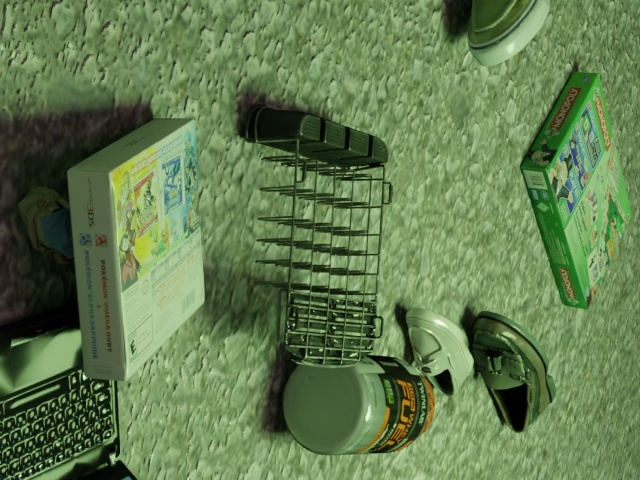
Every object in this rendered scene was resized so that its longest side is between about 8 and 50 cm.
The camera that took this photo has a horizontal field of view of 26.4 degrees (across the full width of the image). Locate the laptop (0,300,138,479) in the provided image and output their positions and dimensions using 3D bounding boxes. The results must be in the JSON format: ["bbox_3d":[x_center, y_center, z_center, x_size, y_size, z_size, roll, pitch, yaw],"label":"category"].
[{"bbox_3d":[-0.208,0.204,1.170,0.234,0.137,0.264,-21,115,-54],"label":"laptop"}]

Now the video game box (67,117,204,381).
[{"bbox_3d":[-0.160,0.001,1.220,0.205,0.048,0.187,-49,142,-68],"label":"video game box"}]

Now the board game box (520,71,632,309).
[{"bbox_3d":[0.406,-0.074,2.129,0.213,0.046,0.317,-58,141,-32],"label":"board game box"}]

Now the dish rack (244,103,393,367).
[{"bbox_3d":[0.000,0.000,1.463,0.208,0.074,0.271,11,80,-56],"label":"dish rack"}]

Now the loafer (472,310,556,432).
[{"bbox_3d":[0.276,0.196,1.962,0.084,0.096,0.267,-60,145,-18],"label":"loafer"}]

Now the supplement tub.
[{"bbox_3d":[0.051,0.190,1.585,0.190,0.117,0.117,10,89,-58],"label":"supplement tub"}]

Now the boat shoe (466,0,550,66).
[{"bbox_3d":[0.244,-0.356,1.772,0.094,0.109,0.302,47,49,-33],"label":"boat shoe"}]

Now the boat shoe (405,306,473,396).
[{"bbox_3d":[0.149,0.149,1.784,0.063,0.066,0.184,-67,155,-22],"label":"boat shoe"}]

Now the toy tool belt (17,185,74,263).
[{"bbox_3d":[-0.221,-0.008,1.172,0.052,0.051,0.083,-55,140,-33],"label":"toy tool belt"}]
